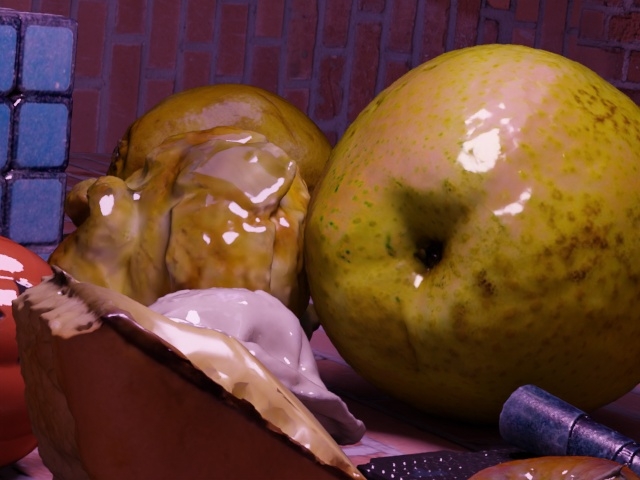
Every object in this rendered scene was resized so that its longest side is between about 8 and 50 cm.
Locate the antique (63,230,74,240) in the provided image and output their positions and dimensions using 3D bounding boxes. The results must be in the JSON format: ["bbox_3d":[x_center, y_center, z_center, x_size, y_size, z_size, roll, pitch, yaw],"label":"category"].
[{"bbox_3d":[-0.262,0.036,2.120,0.081,0.080,0.221,-14,9,-31],"label":"antique"}]

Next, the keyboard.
[{"bbox_3d":[0.154,0.190,1.597,0.262,0.016,0.106,0,9,-38],"label":"keyboard"}]

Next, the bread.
[{"bbox_3d":[-0.095,0.136,1.296,0.262,0.162,0.204,32,-7,-24],"label":"bread"}]

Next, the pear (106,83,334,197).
[{"bbox_3d":[-0.125,-0.083,2.558,0.321,0.269,0.269,15,1,-34],"label":"pear"}]

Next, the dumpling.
[{"bbox_3d":[-0.064,0.110,1.519,0.193,0.147,0.258,0,-24,45],"label":"dumpling"}]

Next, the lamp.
[{"bbox_3d":[-0.263,0.083,1.461,0.164,0.187,0.187,3,8,-25],"label":"lamp"}]

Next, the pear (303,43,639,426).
[{"bbox_3d":[0.162,0.002,1.775,0.391,0.391,0.391,6,8,-1],"label":"pear"}]

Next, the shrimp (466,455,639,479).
[{"bbox_3d":[0.187,0.199,1.410,0.150,0.068,0.249,-12,9,-24],"label":"shrimp"}]

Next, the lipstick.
[{"bbox_3d":[0.243,0.184,1.543,0.053,0.053,0.234,-2,21,-43],"label":"lipstick"}]

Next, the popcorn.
[{"bbox_3d":[-0.127,0.011,1.877,0.276,0.225,0.276,-7,36,5],"label":"popcorn"}]

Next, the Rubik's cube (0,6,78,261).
[{"bbox_3d":[-0.493,-0.090,2.016,0.344,0.337,0.344,12,11,39],"label":"Rubik's cube"}]
